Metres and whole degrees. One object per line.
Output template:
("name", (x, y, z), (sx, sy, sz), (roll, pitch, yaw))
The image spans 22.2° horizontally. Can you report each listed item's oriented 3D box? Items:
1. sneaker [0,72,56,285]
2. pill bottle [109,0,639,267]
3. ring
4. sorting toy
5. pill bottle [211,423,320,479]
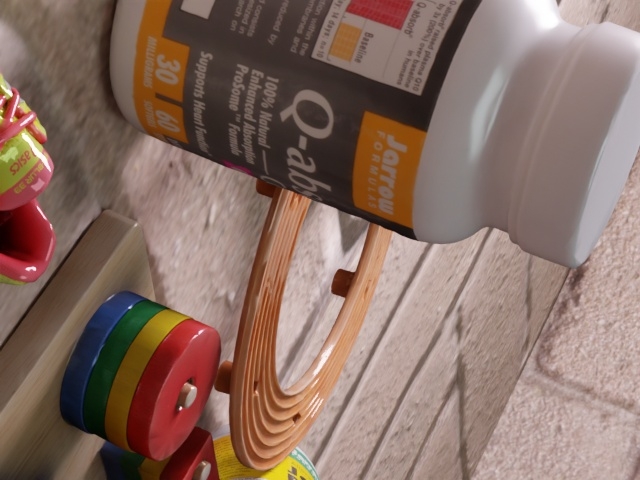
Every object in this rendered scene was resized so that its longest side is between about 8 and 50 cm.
("sneaker", (-0.154, -0.055, 0.684), (0.081, 0.094, 0.208), (-57, 159, -30))
("pill bottle", (0.036, -0.093, 0.913), (0.162, 0.278, 0.162), (-56, 159, -35))
("ring", (0.000, 0.000, 1.156), (0.336, 0.032, 0.336), (18, 90, -76))
("sorting toy", (-0.144, 0.160, 1.001), (0.257, 0.089, 0.255), (-58, 161, -30))
("pill bottle", (-0.054, 0.212, 1.226), (0.208, 0.118, 0.117), (-99, -154, -76))
